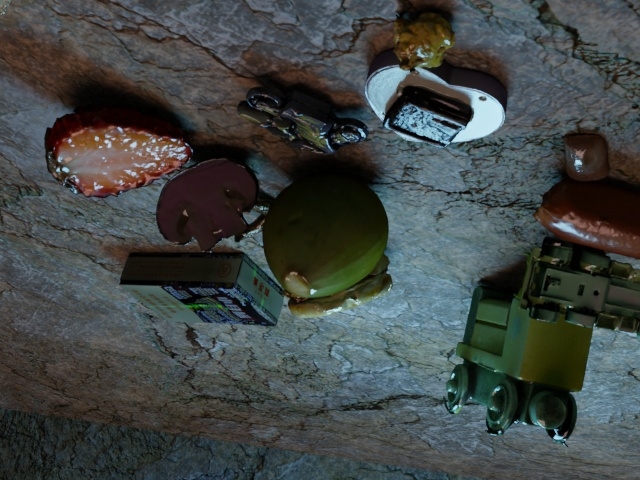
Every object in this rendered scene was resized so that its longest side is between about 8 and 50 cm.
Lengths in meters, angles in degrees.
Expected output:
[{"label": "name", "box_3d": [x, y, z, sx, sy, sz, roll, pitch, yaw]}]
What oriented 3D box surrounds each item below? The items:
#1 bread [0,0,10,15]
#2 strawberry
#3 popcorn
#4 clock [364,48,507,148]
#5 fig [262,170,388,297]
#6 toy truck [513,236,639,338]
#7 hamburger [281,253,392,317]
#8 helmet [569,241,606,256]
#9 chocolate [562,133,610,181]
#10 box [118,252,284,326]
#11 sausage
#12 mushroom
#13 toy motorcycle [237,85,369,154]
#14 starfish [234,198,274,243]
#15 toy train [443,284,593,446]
[{"label": "bread", "box_3d": [-0.457, -0.346, 1.326, 0.070, 0.035, 0.083, 28, 148, -31]}, {"label": "strawberry", "box_3d": [-0.332, -0.167, 1.576, 0.236, 0.111, 0.190, -8, 145, -8]}, {"label": "popcorn", "box_3d": [0.121, -0.255, 1.204, 0.084, 0.084, 0.084, 11, 155, 5]}, {"label": "clock", "box_3d": [0.149, -0.179, 1.331, 0.198, 0.064, 0.172, 20, 153, -10]}, {"label": "fig", "box_3d": [-0.005, -0.007, 1.588, 0.207, 0.230, 0.207, 34, 138, 36]}, {"label": "toy truck", "box_3d": [0.443, 0.074, 1.540, 0.259, 0.128, 0.135, 12, -174, -3]}, {"label": "hamburger", "box_3d": [0.029, 0.082, 1.808, 0.213, 0.108, 0.214, -12, 176, -1]}, {"label": "helmet", "box_3d": [0.442, 0.026, 1.615, 0.111, 0.057, 0.089, 7, 151, 6]}, {"label": "chocolate", "box_3d": [0.384, -0.114, 1.386, 0.064, 0.031, 0.101, 0, 151, 17]}, {"label": "box", "box_3d": [-0.259, 0.107, 2.112, 0.310, 0.084, 0.198, 0, 151, 28]}, {"label": "sausage", "box_3d": [0.496, -0.017, 1.460, 0.348, 0.094, 0.097, 15, 167, -5]}, {"label": "mushroom", "box_3d": [-0.185, -0.071, 1.641, 0.188, 0.117, 0.141, -26, 106, 14]}, {"label": "toy motorcycle", "box_3d": [-0.030, -0.174, 1.438, 0.193, 0.061, 0.124, 18, 157, -12]}, {"label": "starfish", "box_3d": [-0.087, -0.027, 1.756, 0.189, 0.074, 0.146, 31, 151, -30]}, {"label": "toy train", "box_3d": [0.352, 0.218, 1.740, 0.160, 0.253, 0.397, 11, 178, -11]}]
